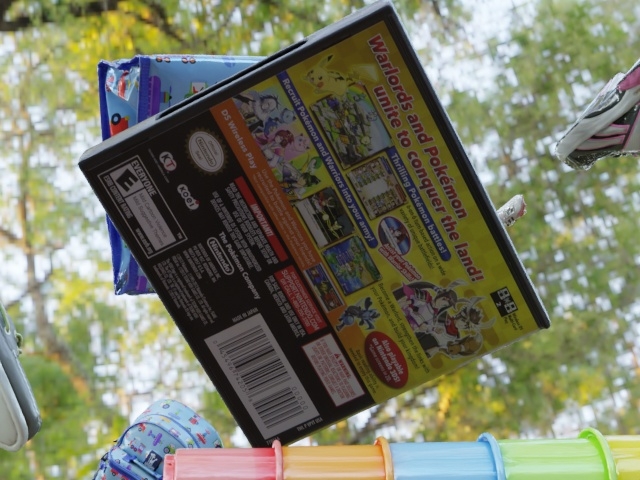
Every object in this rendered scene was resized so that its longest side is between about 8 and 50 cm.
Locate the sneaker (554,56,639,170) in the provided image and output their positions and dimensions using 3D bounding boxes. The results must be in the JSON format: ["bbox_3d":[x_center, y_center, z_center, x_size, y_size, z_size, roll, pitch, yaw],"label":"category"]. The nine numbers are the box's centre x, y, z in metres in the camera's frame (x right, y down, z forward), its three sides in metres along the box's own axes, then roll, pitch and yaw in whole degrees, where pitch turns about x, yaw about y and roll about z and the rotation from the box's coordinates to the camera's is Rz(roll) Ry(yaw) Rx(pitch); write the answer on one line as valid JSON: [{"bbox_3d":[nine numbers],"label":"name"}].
[{"bbox_3d":[0.237,-0.084,0.960,0.072,0.077,0.178,-46,-2,-21],"label":"sneaker"}]

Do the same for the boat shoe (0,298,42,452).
[{"bbox_3d":[-0.424,0.119,1.635,0.091,0.305,0.109,-19,-19,-49],"label":"boat shoe"}]

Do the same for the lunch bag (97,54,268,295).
[{"bbox_3d":[-0.126,-0.061,1.499,0.221,0.293,0.138,-3,5,-30],"label":"lunch bag"}]

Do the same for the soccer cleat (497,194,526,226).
[{"bbox_3d":[0.272,-0.040,1.888,0.035,0.029,0.083,-14,-19,-16],"label":"soccer cleat"}]

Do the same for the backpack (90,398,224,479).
[{"bbox_3d":[-0.223,0.316,1.813,0.173,0.158,0.117,-60,-17,20],"label":"backpack"}]

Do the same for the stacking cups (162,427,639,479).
[{"bbox_3d":[0.068,0.147,0.751,0.316,0.096,0.096,3,-38,-7],"label":"stacking cups"}]

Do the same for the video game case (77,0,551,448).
[{"bbox_3d":[0.000,0.000,0.959,0.248,0.035,0.275,-26,-70,10],"label":"video game case"}]
